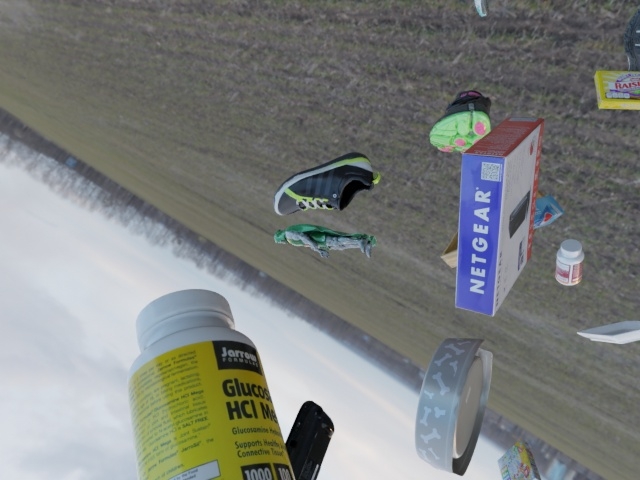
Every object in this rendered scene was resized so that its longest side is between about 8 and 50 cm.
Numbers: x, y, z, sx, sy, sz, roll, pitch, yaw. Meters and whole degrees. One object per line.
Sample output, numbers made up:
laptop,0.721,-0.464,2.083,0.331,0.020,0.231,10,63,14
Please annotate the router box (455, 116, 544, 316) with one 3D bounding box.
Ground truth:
router box,0.380,-0.060,1.151,0.082,0.301,0.336,12,120,31

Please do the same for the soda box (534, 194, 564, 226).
soda box,0.640,-0.079,1.634,0.210,0.067,0.071,-13,-116,-41

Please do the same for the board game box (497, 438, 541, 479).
board game box,0.534,0.622,1.471,0.026,0.103,0.154,35,-161,-5

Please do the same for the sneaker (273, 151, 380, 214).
sneaker,0.009,-0.100,1.134,0.084,0.234,0.097,44,-158,-57

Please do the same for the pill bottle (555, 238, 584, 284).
pill bottle,0.846,0.073,1.854,0.086,0.086,0.152,27,145,39

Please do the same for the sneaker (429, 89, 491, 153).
sneaker,0.452,-0.390,1.750,0.185,0.203,0.483,11,-173,7

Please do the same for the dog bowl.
dog bowl,0.333,0.403,1.358,0.102,0.349,0.349,9,161,28

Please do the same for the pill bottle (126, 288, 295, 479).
pill bottle,-0.154,0.239,0.732,0.188,0.187,0.334,43,-160,-53

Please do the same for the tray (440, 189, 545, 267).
tray,0.636,-0.032,2.017,0.076,0.203,0.411,42,152,-8

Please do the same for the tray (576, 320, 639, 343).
tray,0.777,0.237,1.410,0.270,0.145,0.030,43,-148,-79

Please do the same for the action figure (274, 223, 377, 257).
action figure,0.000,0.000,1.247,0.232,0.064,0.137,6,166,22

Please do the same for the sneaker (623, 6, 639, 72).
sneaker,0.792,-0.452,1.296,0.100,0.108,0.272,40,158,45

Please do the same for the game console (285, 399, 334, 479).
game console,-0.059,0.444,0.876,0.043,0.362,0.213,6,143,29

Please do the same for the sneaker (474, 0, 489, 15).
sneaker,0.385,-0.592,1.222,0.076,0.167,0.065,4,-162,15

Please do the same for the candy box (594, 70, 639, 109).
candy box,0.721,-0.331,1.205,0.205,0.105,0.027,4,144,11
